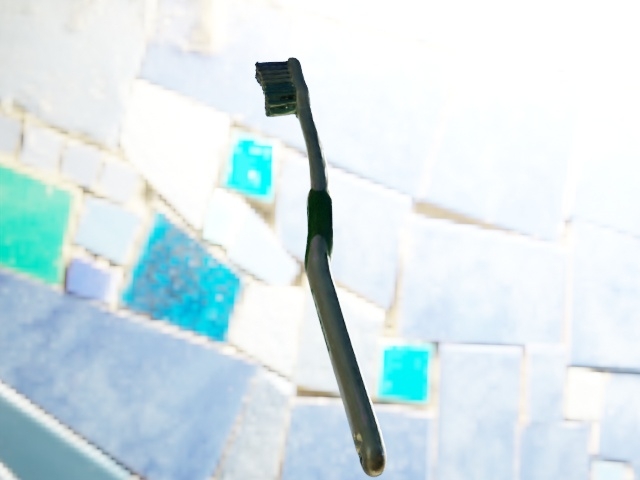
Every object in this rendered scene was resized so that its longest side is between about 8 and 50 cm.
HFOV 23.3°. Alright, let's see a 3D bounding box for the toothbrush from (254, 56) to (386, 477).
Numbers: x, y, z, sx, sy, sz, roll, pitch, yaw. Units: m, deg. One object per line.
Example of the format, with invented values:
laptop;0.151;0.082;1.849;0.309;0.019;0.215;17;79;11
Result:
toothbrush;0.002;0.000;0.827;0.030;0.304;0.030;-8;-44;-7
